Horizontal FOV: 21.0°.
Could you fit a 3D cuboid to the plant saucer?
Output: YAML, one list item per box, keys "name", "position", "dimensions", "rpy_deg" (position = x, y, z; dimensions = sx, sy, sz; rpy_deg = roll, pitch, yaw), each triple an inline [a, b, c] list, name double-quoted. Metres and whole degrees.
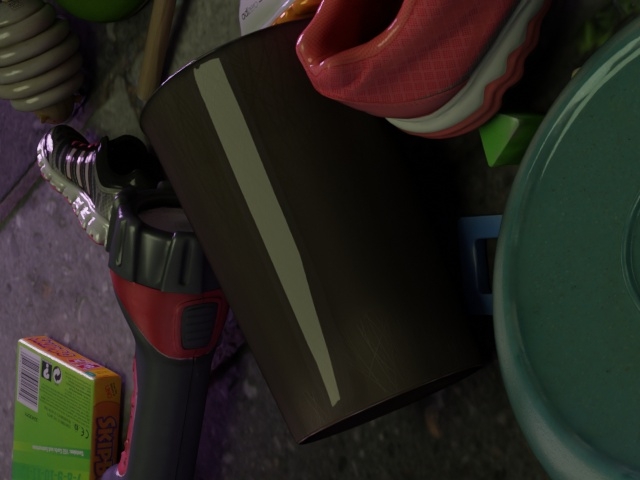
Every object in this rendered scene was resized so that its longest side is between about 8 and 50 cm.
- name: "plant saucer"
  position: [0.200, 0.003, 0.854]
  dimensions: [0.317, 0.043, 0.318]
  rpy_deg: [-19, 63, 42]

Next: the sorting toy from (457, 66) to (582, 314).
- name: "sorting toy"
  position: [0.188, 0.013, 0.945]
  dimensions: [0.347, 0.047, 0.196]
  rpy_deg: [18, 109, 47]

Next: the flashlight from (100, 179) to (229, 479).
- name: "flashlight"
  position: [-0.125, 0.110, 1.301]
  dimensions: [0.103, 0.103, 0.304]
  rpy_deg: [16, 116, 9]

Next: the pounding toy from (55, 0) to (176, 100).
- name: "pounding toy"
  position: [-0.193, -0.241, 1.320]
  dimensions: [0.237, 0.110, 0.183]
  rpy_deg: [53, 132, 32]

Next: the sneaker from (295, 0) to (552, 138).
- name: "sneaker"
  position: [0.093, -0.192, 0.945]
  dimensions: [0.116, 0.136, 0.314]
  rpy_deg: [46, 117, 36]

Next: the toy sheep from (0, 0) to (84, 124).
- name: "toy sheep"
  position: [-0.236, -0.153, 1.401]
  dimensions: [0.091, 0.091, 0.132]
  rpy_deg: [8, 130, 50]

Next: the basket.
- name: "basket"
  position: [0.000, 0.000, 1.086]
  dimensions: [0.204, 0.154, 0.227]
  rpy_deg: [81, 166, -79]

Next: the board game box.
- name: "board game box"
  position: [-0.221, 0.222, 1.474]
  dimensions: [0.124, 0.039, 0.259]
  rpy_deg: [20, 108, 48]

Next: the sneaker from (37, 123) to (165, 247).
- name: "sneaker"
  position: [-0.166, -0.056, 1.352]
  dimensions: [0.075, 0.063, 0.170]
  rpy_deg: [-57, 38, 12]

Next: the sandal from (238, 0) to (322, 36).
- name: "sandal"
  position: [-0.018, -0.156, 1.128]
  dimensions: [0.265, 0.102, 0.076]
  rpy_deg: [-35, 71, 49]
